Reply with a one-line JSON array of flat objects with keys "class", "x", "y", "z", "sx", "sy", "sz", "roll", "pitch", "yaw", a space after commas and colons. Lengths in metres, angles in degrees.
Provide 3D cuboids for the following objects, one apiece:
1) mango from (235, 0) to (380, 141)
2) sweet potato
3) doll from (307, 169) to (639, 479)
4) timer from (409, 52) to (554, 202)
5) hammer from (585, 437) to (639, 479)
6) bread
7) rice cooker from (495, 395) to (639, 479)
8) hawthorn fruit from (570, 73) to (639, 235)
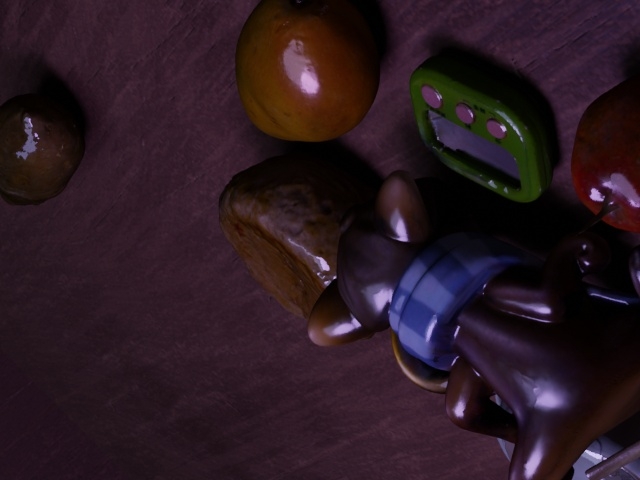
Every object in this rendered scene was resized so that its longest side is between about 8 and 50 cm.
[{"class": "mango", "x": -0.016, "y": -0.151, "z": 1.784, "sx": 0.138, "sy": 0.113, "sz": 0.253, "roll": 43, "pitch": 160, "yaw": 4}, {"class": "sweet potato", "x": -0.380, "y": -0.109, "z": 2.508, "sx": 0.130, "sy": 0.130, "sz": 0.423, "roll": 47, "pitch": 167, "yaw": -7}, {"class": "doll", "x": 0.168, "y": 0.071, "z": 1.784, "sx": 0.340, "sy": 0.209, "sz": 0.318, "roll": 33, "pitch": 129, "yaw": 26}, {"class": "timer", "x": 0.142, "y": -0.099, "z": 1.691, "sx": 0.140, "sy": 0.047, "sz": 0.128, "roll": 30, "pitch": 153, "yaw": 32}, {"class": "hammer", "x": 0.315, "y": 0.169, "z": 1.748, "sx": 0.062, "sy": 0.182, "sz": 0.017, "roll": 50, "pitch": -157, "yaw": -17}, {"class": "bread", "x": 0.000, "y": 0.000, "z": 2.022, "sx": 0.230, "sy": 0.123, "sz": 0.230, "roll": 41, "pitch": 163, "yaw": 15}, {"class": "rice cooker", "x": 0.267, "y": 0.195, "z": 1.902, "sx": 0.206, "sy": 0.127, "sz": 0.145, "roll": 28, "pitch": 153, "yaw": 43}, {"class": "hawthorn fruit", "x": 0.250, "y": -0.057, "z": 1.483, "sx": 0.125, "sy": 0.140, "sz": 0.125, "roll": 15, "pitch": 176, "yaw": 1}]
